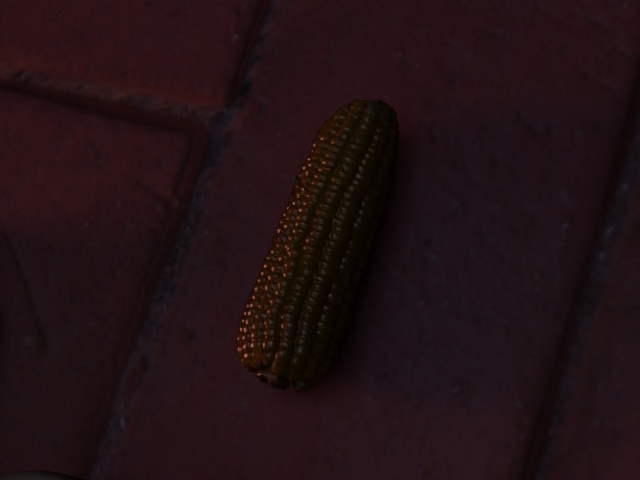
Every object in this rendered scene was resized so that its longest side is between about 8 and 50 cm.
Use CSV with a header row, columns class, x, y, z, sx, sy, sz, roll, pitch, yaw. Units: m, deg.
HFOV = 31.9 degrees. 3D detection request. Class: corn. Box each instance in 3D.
class,x,y,z,sx,sy,sz,roll,pitch,yaw
corn,0.000,0.000,0.842,0.080,0.080,0.231,11,75,22

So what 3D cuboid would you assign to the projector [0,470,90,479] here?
class,x,y,z,sx,sy,sz,roll,pitch,yaw
projector,-0.168,0.296,0.700,0.248,0.249,0.248,-20,66,12
